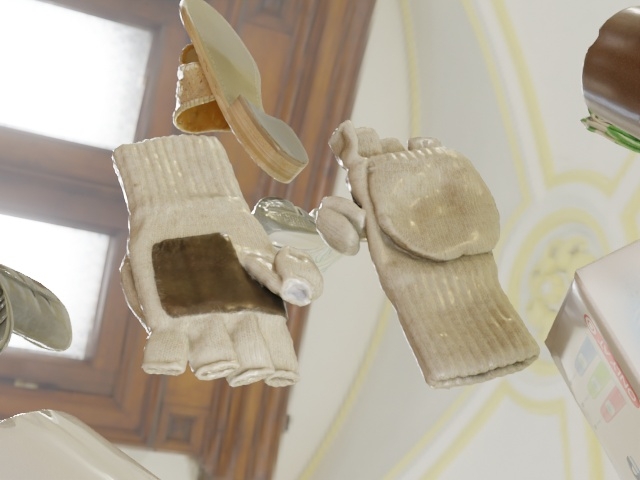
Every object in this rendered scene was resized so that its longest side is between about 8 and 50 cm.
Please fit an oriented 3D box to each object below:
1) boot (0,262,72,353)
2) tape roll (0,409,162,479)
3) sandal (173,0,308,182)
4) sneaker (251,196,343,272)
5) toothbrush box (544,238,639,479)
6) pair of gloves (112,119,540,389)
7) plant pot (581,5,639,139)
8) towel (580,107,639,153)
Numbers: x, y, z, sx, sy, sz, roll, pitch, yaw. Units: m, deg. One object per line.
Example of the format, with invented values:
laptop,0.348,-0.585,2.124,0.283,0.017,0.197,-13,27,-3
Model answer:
boot,-0.311,0.074,1.127,0.190,0.076,0.208,56,-4,32
tape roll,-0.225,0.289,0.960,0.169,0.246,0.246,27,-73,30
sandal,-0.092,-0.115,0.956,0.079,0.088,0.240,-44,-133,16
sneaker,-0.017,0.007,0.864,0.053,0.152,0.061,38,-82,21
toothbrush box,0.280,0.059,0.518,0.122,0.283,0.206,77,-12,-69
pair of gloves,0.000,0.000,0.687,0.042,0.240,0.204,102,-18,-47
plant pot,0.364,-0.158,1.146,0.165,0.167,0.167,36,-67,48
towel,0.483,-0.090,1.394,0.038,0.324,0.248,-65,165,14
